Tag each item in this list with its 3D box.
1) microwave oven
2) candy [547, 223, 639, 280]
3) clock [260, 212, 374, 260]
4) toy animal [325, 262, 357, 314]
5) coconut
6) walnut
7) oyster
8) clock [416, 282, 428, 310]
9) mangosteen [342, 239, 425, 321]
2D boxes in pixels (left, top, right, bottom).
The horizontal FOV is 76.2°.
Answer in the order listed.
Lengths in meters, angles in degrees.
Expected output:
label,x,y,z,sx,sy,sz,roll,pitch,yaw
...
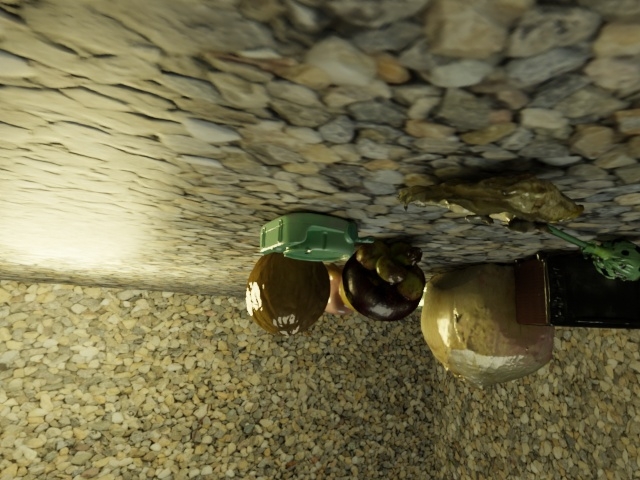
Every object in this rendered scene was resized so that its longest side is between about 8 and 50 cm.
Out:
label,x,y,z,sx,sy,sz,roll,pitch,yaw
microwave oven,0.636,0.127,1.007,0.248,0.177,0.188,1,168,1
candy,0.514,0.013,0.777,0.306,0.083,0.091,17,-161,-26
clock,0.000,0.000,0.791,0.211,0.065,0.159,8,167,-28
toy animal,0.101,0.144,1.216,0.195,0.169,0.281,46,145,-20
coconut,0.506,0.271,1.260,0.406,0.403,0.404,2,168,0
walnut,-0.083,0.132,1.041,0.228,0.227,0.228,2,168,0
oyster,0.203,-0.055,0.528,0.133,0.071,0.209,5,-171,-42
clock,0.488,0.240,1.707,0.324,0.108,0.265,13,163,-43
mangosteen,0.155,0.078,0.923,0.193,0.192,0.217,8,135,-26
